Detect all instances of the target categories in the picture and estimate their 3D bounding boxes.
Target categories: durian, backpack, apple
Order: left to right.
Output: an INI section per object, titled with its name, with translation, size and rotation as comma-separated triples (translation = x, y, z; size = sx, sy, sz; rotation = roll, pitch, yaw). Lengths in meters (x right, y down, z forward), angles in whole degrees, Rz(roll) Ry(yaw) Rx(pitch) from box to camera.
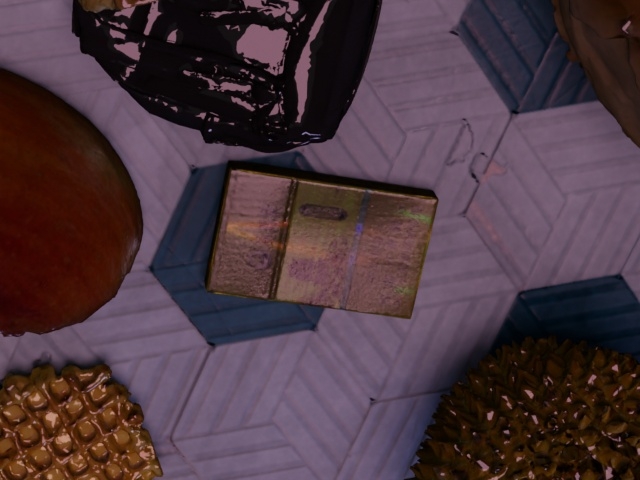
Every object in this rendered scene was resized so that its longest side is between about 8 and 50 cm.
[apple]
translation = -0.312, -0.031, 1.505
size = 0.346, 0.179, 0.254
rotation = 9, 73, -12
[backpack]
translation = -0.079, -0.179, 1.505
size = 0.258, 0.133, 0.206
rotation = 14, 105, -6
[durian]
translation = 0.218, 0.217, 1.641
size = 0.293, 0.258, 0.258
rotation = 5, 110, 1

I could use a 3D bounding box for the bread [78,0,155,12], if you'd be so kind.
[bread]
translation = -0.170, -0.290, 1.416
size = 0.128, 0.088, 0.232
rotation = -20, 85, 4

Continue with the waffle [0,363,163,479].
[waffle]
translation = -0.238, 0.198, 1.664
size = 0.191, 0.038, 0.191
rotation = -3, 111, -8

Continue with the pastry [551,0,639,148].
[pastry]
translation = 0.378, -0.223, 1.485
size = 0.410, 0.245, 0.409
rotation = -3, 108, -9

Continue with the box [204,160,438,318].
[box]
translation = 0.000, 0.000, 1.630
size = 0.193, 0.030, 0.121
rotation = 8, 109, -12
